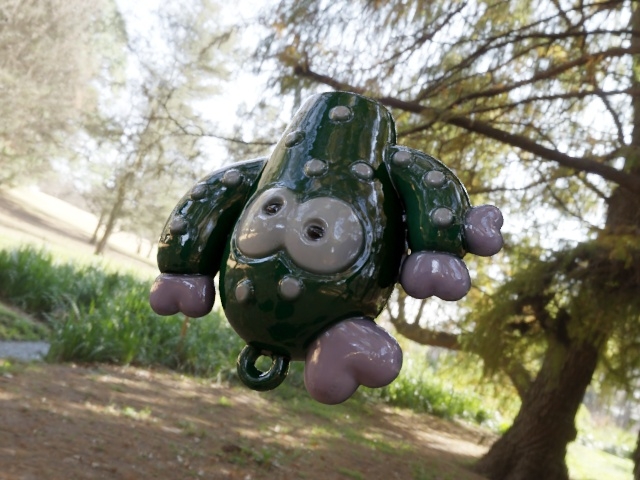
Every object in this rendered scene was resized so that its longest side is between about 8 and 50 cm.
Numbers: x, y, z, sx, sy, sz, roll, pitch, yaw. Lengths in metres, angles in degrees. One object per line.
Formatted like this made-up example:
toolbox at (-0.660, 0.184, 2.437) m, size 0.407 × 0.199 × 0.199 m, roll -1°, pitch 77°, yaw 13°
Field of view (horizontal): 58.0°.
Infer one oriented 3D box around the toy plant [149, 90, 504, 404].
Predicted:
toy plant at (-0.005, 0.000, 0.444) m, size 0.233 × 0.243 × 0.112 m, roll 36°, pitch -12°, yaw 29°
